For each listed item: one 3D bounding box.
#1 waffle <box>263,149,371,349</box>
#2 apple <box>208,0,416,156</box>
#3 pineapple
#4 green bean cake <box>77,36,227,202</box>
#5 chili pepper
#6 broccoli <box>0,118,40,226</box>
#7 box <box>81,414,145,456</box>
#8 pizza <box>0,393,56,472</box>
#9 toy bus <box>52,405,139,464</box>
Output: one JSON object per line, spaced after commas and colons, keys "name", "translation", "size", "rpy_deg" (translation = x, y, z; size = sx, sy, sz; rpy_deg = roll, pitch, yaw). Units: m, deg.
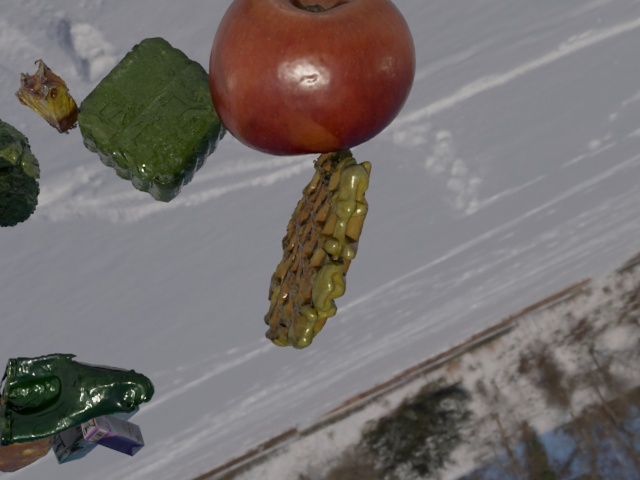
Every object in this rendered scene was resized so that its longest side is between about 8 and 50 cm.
{"name": "waffle", "translation": [-0.002, 0.001, 1.095], "size": [0.058, 0.281, 0.301], "rpy_deg": [16, 172, -12]}
{"name": "apple", "translation": [-0.010, -0.227, 1.092], "size": [0.272, 0.251, 0.206], "rpy_deg": [-14, 124, -20]}
{"name": "pineapple", "translation": [-0.424, -0.219, 1.344], "size": [0.069, 0.116, 0.137], "rpy_deg": [-43, -155, -11]}
{"name": "green bean cake", "translation": [-0.260, -0.191, 1.372], "size": [0.214, 0.200, 0.113], "rpy_deg": [-52, -175, -19]}
{"name": "chili pepper", "translation": [-0.305, 0.192, 1.035], "size": [0.216, 0.108, 0.062], "rpy_deg": [-6, 159, 13]}
{"name": "broccoli", "translation": [-0.674, -0.176, 1.646], "size": [0.186, 0.254, 0.302], "rpy_deg": [-19, 150, 25]}
{"name": "box", "translation": [-0.364, 0.336, 1.505], "size": [0.036, 0.050, 0.117], "rpy_deg": [-42, 137, 11]}
{"name": "pizza", "translation": [-0.658, 0.382, 1.684], "size": [0.278, 0.114, 0.409], "rpy_deg": [-9, 151, -5]}
{"name": "toy bus", "translation": [-0.519, 0.414, 1.952], "size": [0.262, 0.091, 0.109], "rpy_deg": [-39, 159, 28]}
